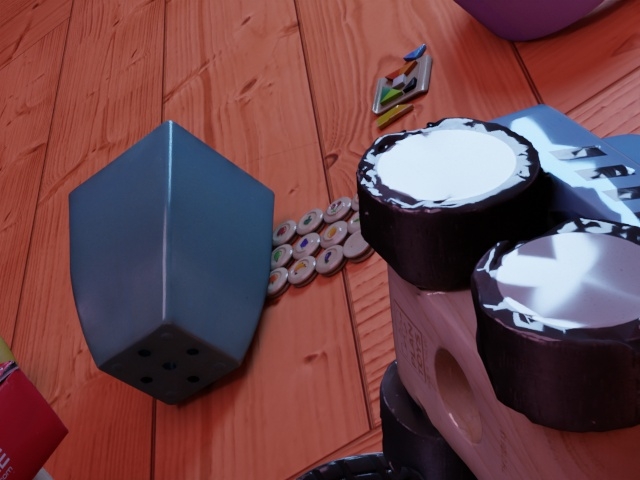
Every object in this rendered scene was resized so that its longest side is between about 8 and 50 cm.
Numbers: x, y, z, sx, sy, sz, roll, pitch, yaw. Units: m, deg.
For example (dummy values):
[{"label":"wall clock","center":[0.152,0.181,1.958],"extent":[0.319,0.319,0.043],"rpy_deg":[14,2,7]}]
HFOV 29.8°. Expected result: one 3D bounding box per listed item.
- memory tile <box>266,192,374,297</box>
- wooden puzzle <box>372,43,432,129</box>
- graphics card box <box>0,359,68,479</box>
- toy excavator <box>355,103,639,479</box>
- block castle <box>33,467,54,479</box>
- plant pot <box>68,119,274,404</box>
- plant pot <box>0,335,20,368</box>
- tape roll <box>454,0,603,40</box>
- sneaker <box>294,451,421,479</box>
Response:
[{"label":"memory tile","center":[0.000,0.000,1.266],"extent":[0.148,0.012,0.113],"rpy_deg":[-23,37,29]},{"label":"wooden puzzle","center":[0.093,-0.179,1.377],"extent":[0.078,0.014,0.116],"rpy_deg":[-27,34,25]},{"label":"graphics card box","center":[-0.410,0.239,1.023],"extent":[0.371,0.094,0.233],"rpy_deg":[-18,27,36]},{"label":"toy excavator","center":[0.236,-0.005,0.781],"extent":[0.445,0.222,0.433],"rpy_deg":[-17,33,-15]},{"label":"block castle","center":[-0.362,0.416,0.996],"extent":[0.453,0.213,0.303],"rpy_deg":[-32,20,6]},{"label":"plant pot","center":[-0.154,0.036,1.252],"extent":[0.166,0.165,0.234],"rpy_deg":[-33,42,27]},{"label":"plant pot","center":[-0.409,0.176,1.438],"extent":[0.134,0.095,0.134],"rpy_deg":[-29,34,23]},{"label":"tape roll","center":[0.246,-0.353,1.288],"extent":[0.275,0.090,0.275],"rpy_deg":[-36,35,31]},{"label":"sneaker","center":[-0.031,0.246,0.915],"extent":[0.283,0.107,0.124],"rpy_deg":[-28,-6,-9]}]
